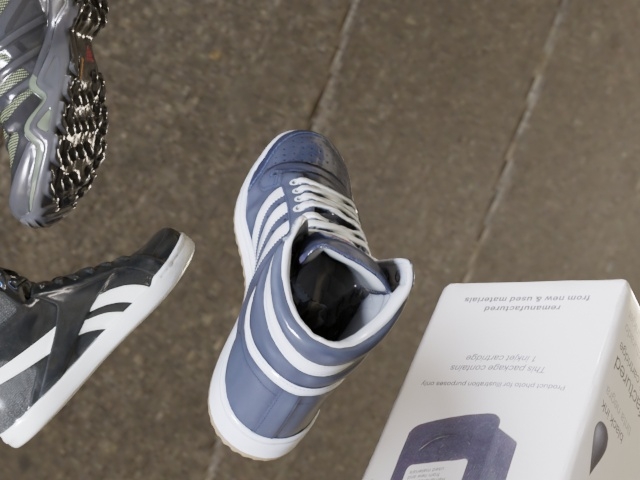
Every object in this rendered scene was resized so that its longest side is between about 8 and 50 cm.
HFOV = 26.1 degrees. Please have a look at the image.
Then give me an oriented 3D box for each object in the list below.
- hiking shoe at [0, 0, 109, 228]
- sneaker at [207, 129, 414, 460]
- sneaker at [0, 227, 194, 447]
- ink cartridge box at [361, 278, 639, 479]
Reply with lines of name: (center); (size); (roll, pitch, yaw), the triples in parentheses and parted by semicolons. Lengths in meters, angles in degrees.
hiking shoe: (-0.227, -0.121, 1.052); (0.086, 0.114, 0.227); (26, 67, -70)
sneaker: (0.000, 0.000, 0.959); (0.153, 0.099, 0.282); (124, -19, -47)
sneaker: (-0.197, 0.038, 1.038); (0.121, 0.079, 0.217); (45, 60, -10)
ink cartridge box: (0.088, 0.161, 0.604); (0.172, 0.100, 0.237); (57, 45, -35)
